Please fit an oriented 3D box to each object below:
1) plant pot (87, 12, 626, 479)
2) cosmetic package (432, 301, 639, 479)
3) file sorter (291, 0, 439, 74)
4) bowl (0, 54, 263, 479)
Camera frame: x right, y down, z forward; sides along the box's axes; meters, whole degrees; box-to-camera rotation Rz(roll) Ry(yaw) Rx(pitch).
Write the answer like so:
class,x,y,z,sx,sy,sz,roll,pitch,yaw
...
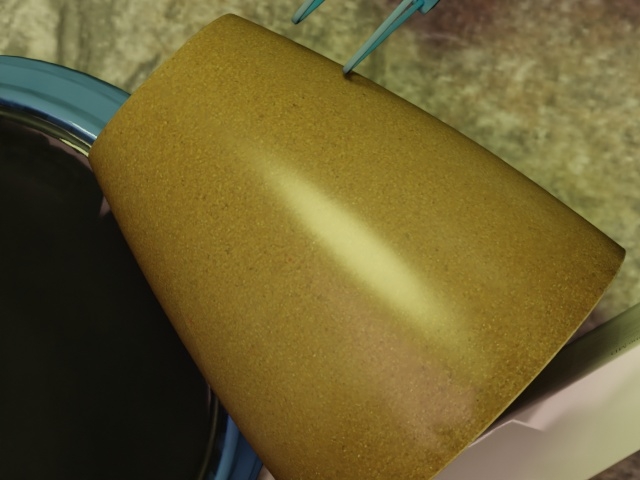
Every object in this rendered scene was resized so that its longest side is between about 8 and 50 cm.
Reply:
class,x,y,z,sx,sy,sz,roll,pitch,yaw
plant pot,0.000,0.000,0.932,0.254,0.237,0.237,45,107,0
cosmetic package,0.129,0.121,1.003,0.239,0.099,0.060,-33,92,17
file sorter,0.004,-0.192,0.880,0.170,0.104,0.118,45,142,-1
bowl,-0.222,0.075,1.082,0.391,0.077,0.391,2,101,12
